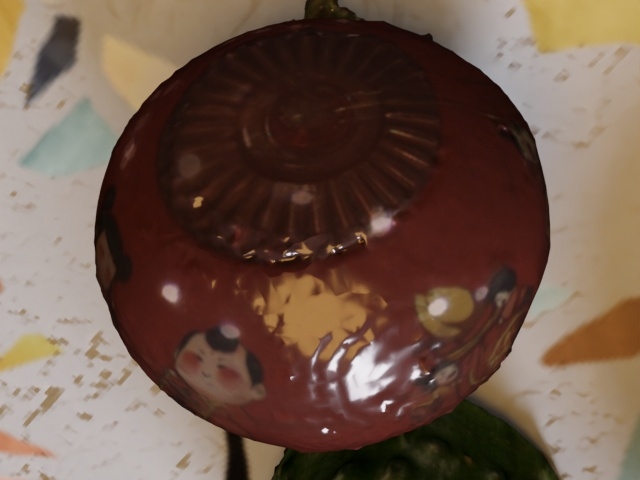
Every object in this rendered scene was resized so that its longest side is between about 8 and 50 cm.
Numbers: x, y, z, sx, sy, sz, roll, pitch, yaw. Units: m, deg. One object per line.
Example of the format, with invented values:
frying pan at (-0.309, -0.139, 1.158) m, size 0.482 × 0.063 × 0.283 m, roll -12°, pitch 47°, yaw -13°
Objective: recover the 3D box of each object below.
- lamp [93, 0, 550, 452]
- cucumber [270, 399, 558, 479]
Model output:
lamp at (0.004, 0.003, 0.599) m, size 0.156 × 0.157 × 0.135 m, roll 40°, pitch 158°, yaw 32°
cucumber at (0.028, 0.158, 0.597) m, size 0.134 × 0.244 × 0.134 m, roll 2°, pitch 112°, yaw 4°
